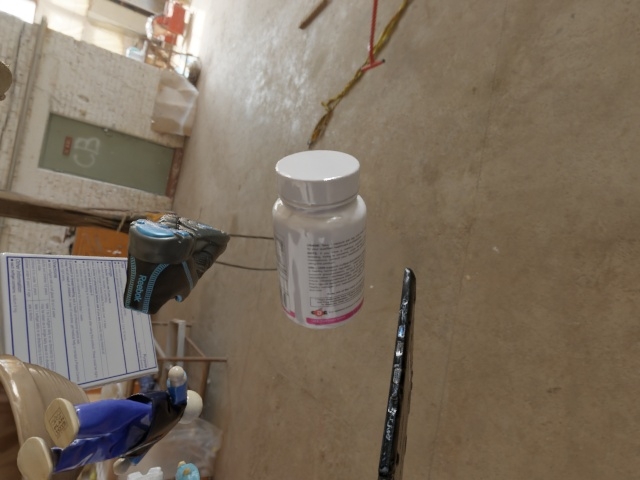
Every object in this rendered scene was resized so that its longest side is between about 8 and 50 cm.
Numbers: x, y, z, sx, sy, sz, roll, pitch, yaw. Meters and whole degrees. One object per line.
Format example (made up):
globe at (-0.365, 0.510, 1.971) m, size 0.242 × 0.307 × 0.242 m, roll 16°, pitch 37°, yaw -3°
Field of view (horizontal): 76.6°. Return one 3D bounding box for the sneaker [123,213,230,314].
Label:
sneaker at (-0.265, 0.032, 0.747) m, size 0.341 × 0.125 × 0.140 m, roll -49°, pitch -25°, yaw -85°

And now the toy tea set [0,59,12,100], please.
toy tea set at (-0.592, -0.184, 0.564) m, size 0.336 × 0.200 × 0.124 m, roll -39°, pitch 83°, yaw 31°

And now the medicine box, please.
medicine box at (-0.510, 0.176, 0.825) m, size 0.149 × 0.289 × 0.264 m, roll -21°, pitch 76°, yaw 27°

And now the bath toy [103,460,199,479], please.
bath toy at (-0.401, 0.520, 0.741) m, size 0.151 × 0.348 × 0.129 m, roll 144°, pitch 121°, yaw -66°

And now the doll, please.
doll at (-0.180, 0.179, 0.406) m, size 0.046 × 0.189 × 0.129 m, roll 33°, pitch 89°, yaw 25°

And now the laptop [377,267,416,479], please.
laptop at (0.007, 0.192, 0.373) m, size 0.234 × 0.136 × 0.264 m, roll 78°, pitch -157°, yaw -48°

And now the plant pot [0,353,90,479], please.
plant pot at (-0.390, 0.269, 0.551) m, size 0.237 × 0.109 × 0.237 m, roll -1°, pitch 88°, yaw 35°

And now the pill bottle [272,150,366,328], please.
pill bottle at (0.000, 0.000, 0.709) m, size 0.160 × 0.160 × 0.283 m, roll -131°, pitch 32°, yaw -52°
